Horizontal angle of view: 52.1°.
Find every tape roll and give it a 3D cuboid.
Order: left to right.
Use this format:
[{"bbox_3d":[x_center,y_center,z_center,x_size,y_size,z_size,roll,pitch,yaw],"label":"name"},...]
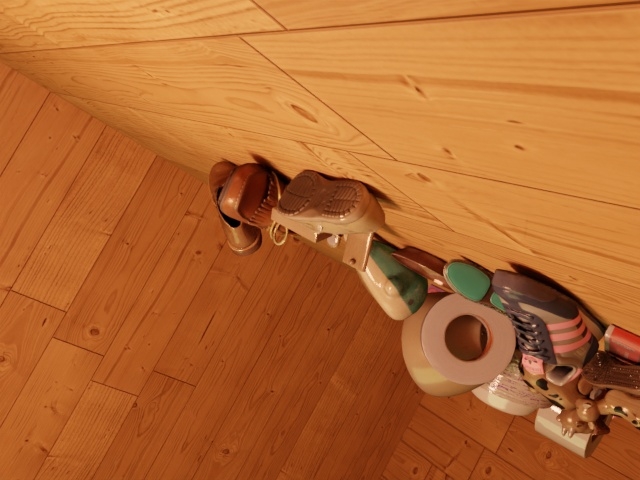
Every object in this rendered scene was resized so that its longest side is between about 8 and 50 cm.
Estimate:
[{"bbox_3d":[0.350,0.232,1.569,0.219,0.219,0.072,28,177,7],"label":"tape roll"},{"bbox_3d":[0.820,0.544,2.091,0.169,0.246,0.246,26,175,37],"label":"tape roll"}]

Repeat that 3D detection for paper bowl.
[{"bbox_3d":[0.553,0.406,1.924,0.285,0.148,0.284,18,-169,-3],"label":"paper bowl"}]

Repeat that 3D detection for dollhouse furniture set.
[{"bbox_3d":[0.000,0.000,1.281,0.144,0.123,0.151,28,-148,31],"label":"dollhouse furniture set"}]

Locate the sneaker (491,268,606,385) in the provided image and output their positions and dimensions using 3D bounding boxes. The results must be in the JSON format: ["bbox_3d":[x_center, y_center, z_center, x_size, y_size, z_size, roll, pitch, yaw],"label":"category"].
[{"bbox_3d":[0.366,0.152,1.075,0.319,0.131,0.112,32,175,-38],"label":"sneaker"}]

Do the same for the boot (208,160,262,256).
[{"bbox_3d":[-0.216,-0.109,1.587,0.115,0.112,0.305,68,179,-49],"label":"boot"}]

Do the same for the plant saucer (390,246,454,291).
[{"bbox_3d":[0.249,0.063,1.441,0.199,0.036,0.198,28,176,2],"label":"plant saucer"}]

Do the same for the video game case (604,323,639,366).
[{"bbox_3d":[0.615,0.228,1.083,0.285,0.025,0.204,26,175,28],"label":"video game case"}]

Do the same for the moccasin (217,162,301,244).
[{"bbox_3d":[-0.103,-0.071,1.448,0.147,0.139,0.380,26,176,20],"label":"moccasin"}]

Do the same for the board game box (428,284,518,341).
[{"bbox_3d":[0.496,0.243,1.965,0.347,0.056,0.208,26,179,31],"label":"board game box"}]

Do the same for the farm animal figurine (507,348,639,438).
[{"bbox_3d":[0.584,0.350,1.475,0.327,0.172,0.330,36,163,10],"label":"farm animal figurine"}]

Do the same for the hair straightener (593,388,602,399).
[{"bbox_3d":[0.804,0.436,1.659,0.230,0.047,0.089,24,173,47],"label":"hair straightener"}]

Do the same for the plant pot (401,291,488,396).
[{"bbox_3d":[0.379,0.266,1.712,0.284,0.284,0.191,31,153,-29],"label":"plant pot"}]

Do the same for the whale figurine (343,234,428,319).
[{"bbox_3d":[0.162,0.063,1.582,0.272,0.141,0.216,56,178,-23],"label":"whale figurine"}]

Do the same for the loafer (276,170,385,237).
[{"bbox_3d":[0.014,-0.054,1.129,0.092,0.101,0.269,38,171,-30],"label":"loafer"}]

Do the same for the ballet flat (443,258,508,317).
[{"bbox_3d":[0.309,0.090,1.220,0.188,0.070,0.070,32,176,-3],"label":"ballet flat"}]

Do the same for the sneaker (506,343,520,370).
[{"bbox_3d":[0.552,0.292,1.735,0.225,0.088,0.092,-10,120,47],"label":"sneaker"}]

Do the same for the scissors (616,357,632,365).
[{"bbox_3d":[0.695,0.279,1.246,0.297,0.021,0.109,27,173,11],"label":"scissors"}]

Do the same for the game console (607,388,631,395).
[{"bbox_3d":[0.846,0.420,1.785,0.213,0.043,0.361,26,176,34],"label":"game console"}]

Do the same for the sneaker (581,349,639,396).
[{"bbox_3d":[0.548,0.251,1.182,0.071,0.066,0.188,29,177,-13],"label":"sneaker"}]
